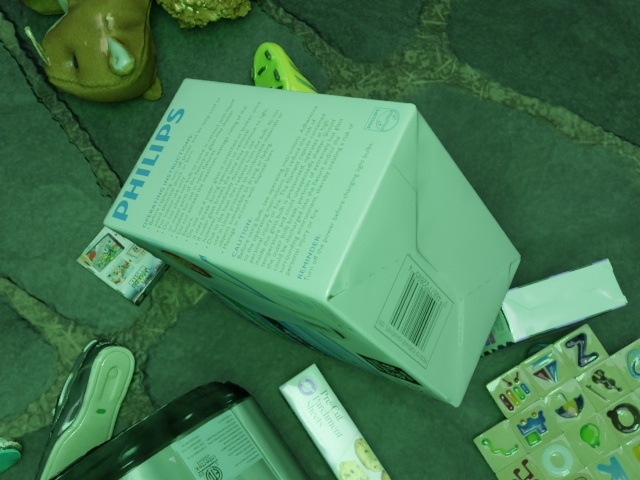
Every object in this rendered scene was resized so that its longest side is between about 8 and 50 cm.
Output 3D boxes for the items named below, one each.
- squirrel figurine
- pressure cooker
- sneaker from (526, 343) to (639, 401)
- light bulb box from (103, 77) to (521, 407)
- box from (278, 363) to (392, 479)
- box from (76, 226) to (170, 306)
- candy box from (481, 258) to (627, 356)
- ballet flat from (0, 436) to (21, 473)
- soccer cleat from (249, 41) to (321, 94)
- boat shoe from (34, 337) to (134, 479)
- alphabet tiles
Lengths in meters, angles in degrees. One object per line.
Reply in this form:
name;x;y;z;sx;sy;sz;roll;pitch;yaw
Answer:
squirrel figurine;-0.287;-0.407;1.167;0.396;0.281;0.371;-13;83;-4
pressure cooker;-0.134;0.426;0.901;0.369;0.375;0.420;-35;79;-14
sneaker;0.413;0.198;1.153;0.209;0.069;0.082;23;47;10
light bulb box;0.000;0.000;0.960;0.361;0.358;0.225;15;72;39
box;0.053;0.329;1.094;0.067;0.063;0.324;-32;79;-11
box;-0.262;-0.014;1.180;0.114;0.036;0.207;36;77;6
candy box;0.310;0.102;1.096;0.164;0.196;0.070;-17;77;-8
ballet flat;-0.536;0.324;1.060;0.241;0.091;0.077;-30;57;-13
soccer cleat;-0.012;-0.195;1.228;0.121;0.093;0.289;-19;70;-39
boat shoe;-0.344;0.253;1.099;0.079;0.084;0.233;15;80;40
alphabet tiles;0.401;0.307;1.095;0.285;0.011;0.343;-33;86;5
